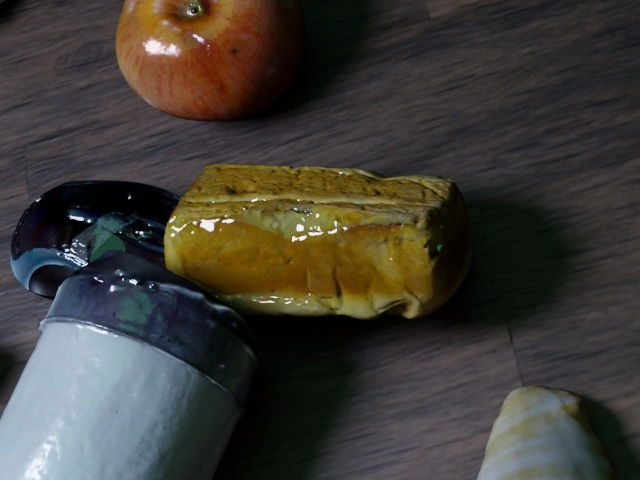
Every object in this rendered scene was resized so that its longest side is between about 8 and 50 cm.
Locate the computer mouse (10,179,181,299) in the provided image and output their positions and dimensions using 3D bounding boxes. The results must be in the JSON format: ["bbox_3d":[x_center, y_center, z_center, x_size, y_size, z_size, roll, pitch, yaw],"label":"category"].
[{"bbox_3d":[-0.237,-0.003,1.631,0.233,0.096,0.137,4,64,21],"label":"computer mouse"}]

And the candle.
[{"bbox_3d":[-0.205,0.197,1.442,0.221,0.221,0.342,15,70,25],"label":"candle"}]

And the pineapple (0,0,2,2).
[{"bbox_3d":[-0.476,-0.316,1.889,0.225,0.076,0.225,-9,58,15],"label":"pineapple"}]

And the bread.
[{"bbox_3d":[0.000,0.000,1.509,0.294,0.167,0.132,4,108,16],"label":"bread"}]

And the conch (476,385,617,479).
[{"bbox_3d":[0.193,0.236,1.342,0.158,0.127,0.255,-12,59,13],"label":"conch"}]

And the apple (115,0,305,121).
[{"bbox_3d":[-0.125,-0.230,1.668,0.209,0.164,0.209,-4,76,16],"label":"apple"}]
